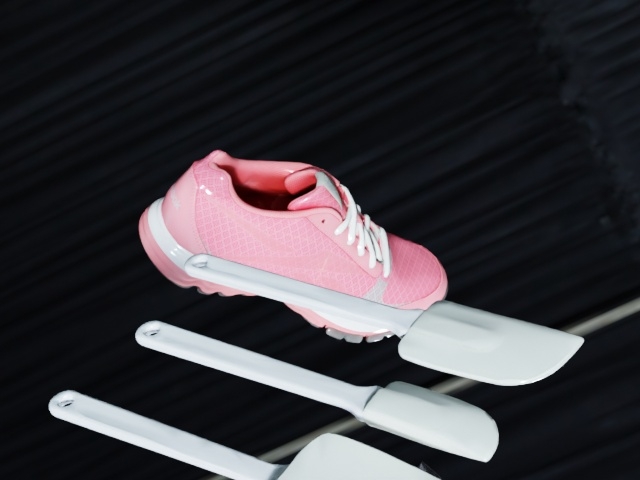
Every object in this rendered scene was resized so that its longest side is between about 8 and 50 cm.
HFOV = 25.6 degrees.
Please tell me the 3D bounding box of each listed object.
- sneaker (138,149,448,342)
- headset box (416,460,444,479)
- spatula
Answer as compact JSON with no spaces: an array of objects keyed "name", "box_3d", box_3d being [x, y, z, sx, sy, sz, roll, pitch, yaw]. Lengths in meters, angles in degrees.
[{"name":"sneaker","box_3d":[0.000,0.000,1.289,0.314,0.136,0.116,13,-135,-26]},{"name":"headset box","box_3d":[0.133,0.280,1.487,0.083,0.032,0.062,44,-176,-19]},{"name":"spatula","box_3d":[-0.015,0.069,0.700,0.168,0.242,0.019,-48,-43,-35]}]
